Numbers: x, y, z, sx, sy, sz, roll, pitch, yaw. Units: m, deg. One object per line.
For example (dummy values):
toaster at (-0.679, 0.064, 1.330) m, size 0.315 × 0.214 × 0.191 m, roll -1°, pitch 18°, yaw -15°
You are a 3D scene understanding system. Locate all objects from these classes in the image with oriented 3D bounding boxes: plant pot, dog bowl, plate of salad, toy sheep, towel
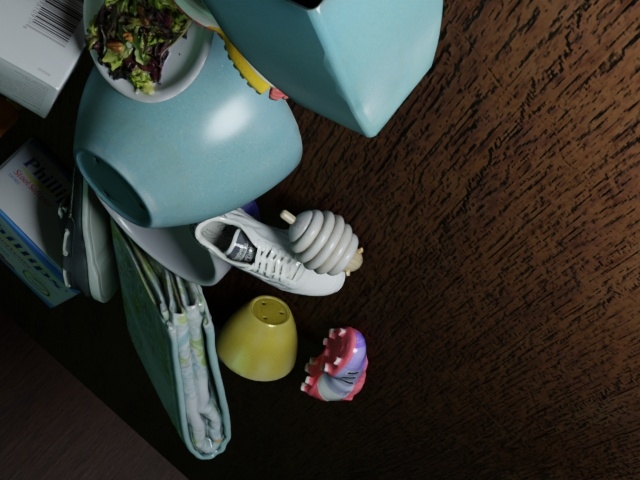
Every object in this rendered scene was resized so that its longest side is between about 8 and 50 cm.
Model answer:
plant pot at (-0.092, 0.145, 2.006) m, size 0.134 × 0.134 × 0.095 m, roll 35°, pitch 132°, yaw 17°
plant pot at (0.012, -0.217, 1.140) m, size 0.165 × 0.166 × 0.234 m, roll 29°, pitch 162°, yaw 30°
dog bowl at (-0.217, -0.061, 1.848) m, size 0.265 × 0.104 × 0.265 m, roll 35°, pitch 156°, yaw 18°
plate of salad at (-0.205, -0.257, 1.424) m, size 0.200 × 0.048 × 0.200 m, roll 7°, pitch 102°, yaw 33°
toy sheep at (0.000, 0.000, 1.629) m, size 0.132 × 0.091 × 0.091 m, roll 29°, pitch 161°, yaw -17°
towel at (-0.253, 0.146, 2.101) m, size 0.374 × 0.090 × 0.320 m, roll 90°, pitch 156°, yaw -44°
plant pot at (-0.196, -0.130, 1.573) m, size 0.290 × 0.195 × 0.290 m, roll 35°, pitch 156°, yaw 18°

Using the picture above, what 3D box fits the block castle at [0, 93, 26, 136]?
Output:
block castle at (-0.637, -0.253, 1.944) m, size 0.453 × 0.303 × 0.213 m, roll 13°, pitch 150°, yaw 50°

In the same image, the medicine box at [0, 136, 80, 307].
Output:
medicine box at (-0.525, -0.026, 2.356) m, size 0.263 × 0.149 × 0.289 m, roll 46°, pitch 158°, yaw -9°

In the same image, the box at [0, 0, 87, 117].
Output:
box at (-0.374, -0.284, 1.558) m, size 0.182 × 0.181 × 0.119 m, roll 29°, pitch 158°, yaw -12°

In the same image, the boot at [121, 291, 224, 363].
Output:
boot at (-0.257, 0.150, 2.329) m, size 0.208 × 0.076 × 0.189 m, roll 28°, pitch 167°, yaw 45°

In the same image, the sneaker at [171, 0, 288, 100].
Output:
sneaker at (-0.082, -0.260, 1.328) m, size 0.225 × 0.088 × 0.093 m, roll 46°, pitch 137°, yaw -8°

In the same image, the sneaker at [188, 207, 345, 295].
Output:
sneaker at (-0.074, 0.021, 1.694) m, size 0.235 × 0.090 × 0.095 m, roll 23°, pitch -170°, yaw -12°

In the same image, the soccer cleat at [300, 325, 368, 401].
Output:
soccer cleat at (0.041, 0.197, 1.944) m, size 0.095 × 0.083 × 0.248 m, roll 15°, pitch 155°, yaw -11°

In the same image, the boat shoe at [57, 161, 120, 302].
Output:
boat shoe at (-0.402, -0.025, 2.110) m, size 0.091 × 0.114 × 0.302 m, roll 15°, pitch 124°, yaw 15°
